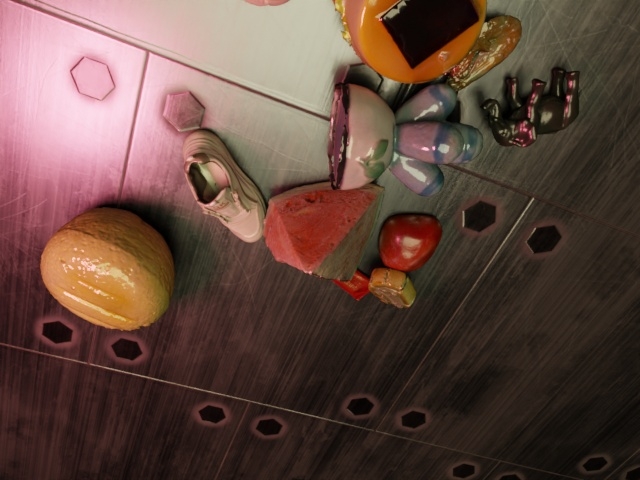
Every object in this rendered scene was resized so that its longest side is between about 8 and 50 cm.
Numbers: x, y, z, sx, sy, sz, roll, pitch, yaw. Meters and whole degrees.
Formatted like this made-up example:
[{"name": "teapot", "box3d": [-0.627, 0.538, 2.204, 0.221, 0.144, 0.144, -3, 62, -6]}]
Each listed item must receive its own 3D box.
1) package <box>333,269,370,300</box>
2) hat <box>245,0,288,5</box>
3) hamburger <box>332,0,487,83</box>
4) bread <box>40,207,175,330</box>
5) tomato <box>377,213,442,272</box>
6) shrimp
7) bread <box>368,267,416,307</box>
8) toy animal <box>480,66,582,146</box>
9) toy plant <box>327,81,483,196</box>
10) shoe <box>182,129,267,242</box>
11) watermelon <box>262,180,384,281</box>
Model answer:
[{"name": "package", "box3d": [0.068, 0.098, 1.365, 0.200, 0.022, 0.083, 38, 113, -24]}, {"name": "hat", "box3d": [-0.129, -0.566, 0.888, 0.231, 0.161, 0.275, 19, 143, -15]}, {"name": "hamburger", "box3d": [0.177, -0.453, 0.942, 0.276, 0.179, 0.294, -36, 124, 20]}, {"name": "bread", "box3d": [-0.520, 0.081, 1.209, 0.319, 0.237, 0.321, 1, 120, 1]}, {"name": "tomato", "box3d": [0.241, 0.021, 1.289, 0.166, 0.082, 0.174, 3, 119, -4]}, {"name": "shrimp", "box3d": [0.332, -0.394, 1.045, 0.115, 0.051, 0.217, 28, 123, -37]}, {"name": "bread", "box3d": [0.199, 0.136, 1.337, 0.117, 0.064, 0.156, 3, 148, 40]}, {"name": "toy animal", "box3d": [0.476, -0.292, 1.085, 0.244, 0.115, 0.147, -7, 121, 3]}, {"name": "toy plant", "box3d": [0.189, -0.217, 1.058, 0.331, 0.247, 0.247, 3, 121, -5]}, {"name": "shoe", "box3d": [-0.230, -0.102, 1.156, 0.124, 0.159, 0.316, -26, 116, 12]}, {"name": "watermelon", "box3d": [0.007, -0.038, 1.163, 0.282, 0.292, 0.251, 14, 88, -7]}]
